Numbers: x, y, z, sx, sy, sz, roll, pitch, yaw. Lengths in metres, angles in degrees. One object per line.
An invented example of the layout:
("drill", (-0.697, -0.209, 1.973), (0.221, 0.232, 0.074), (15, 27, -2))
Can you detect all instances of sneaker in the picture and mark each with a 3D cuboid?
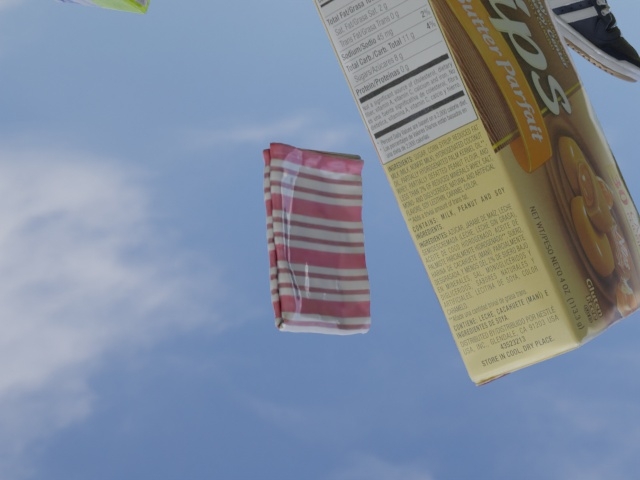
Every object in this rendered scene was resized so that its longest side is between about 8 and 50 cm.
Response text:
("sneaker", (0.345, -0.342, 1.792), (0.282, 0.153, 0.099), (38, -167, 3))

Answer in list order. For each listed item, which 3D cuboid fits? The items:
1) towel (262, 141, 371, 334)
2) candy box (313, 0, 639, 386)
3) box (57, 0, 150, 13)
("towel", (0.000, 0.000, 1.413), (0.029, 0.197, 0.144), (-11, 170, 40))
("candy box", (0.112, -0.081, 0.908), (0.087, 0.316, 0.183), (-26, 175, 32))
("box", (-0.314, -0.339, 1.755), (0.178, 0.042, 0.109), (15, 173, 40))
